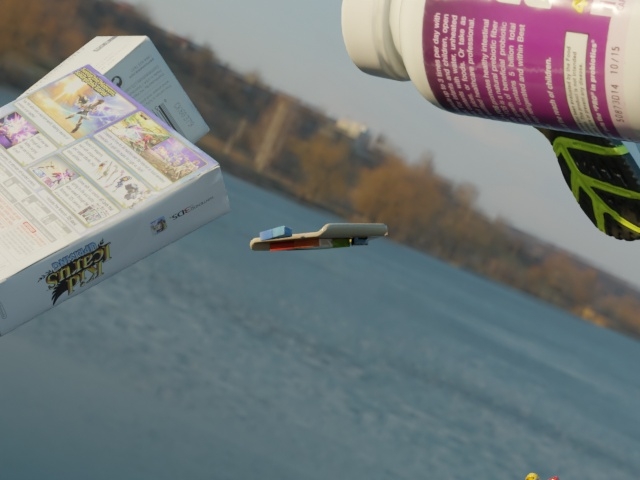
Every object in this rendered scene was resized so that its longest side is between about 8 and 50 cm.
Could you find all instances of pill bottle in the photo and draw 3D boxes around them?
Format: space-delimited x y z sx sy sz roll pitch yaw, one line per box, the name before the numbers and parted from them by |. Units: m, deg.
pill bottle | 0.174 -0.181 1.268 0.301 0.169 0.169 12 -5 33

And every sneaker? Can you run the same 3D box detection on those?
sneaker | 0.330 -0.187 1.867 0.147 0.385 0.145 -25 -3 -34

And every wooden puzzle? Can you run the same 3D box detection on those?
wooden puzzle | 0.000 0.000 1.035 0.116 0.014 0.078 -1 -8 -41

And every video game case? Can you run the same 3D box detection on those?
video game case | -0.256 -0.047 1.434 0.269 0.244 0.061 38 -29 46

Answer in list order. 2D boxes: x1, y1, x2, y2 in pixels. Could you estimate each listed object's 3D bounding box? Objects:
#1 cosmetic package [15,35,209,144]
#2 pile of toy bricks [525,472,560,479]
cosmetic package | -0.272 -0.164 1.979 0.151 0.151 0.183 57 -21 -23
pile of toy bricks | 0.161 0.322 1.503 0.105 0.212 0.118 53 35 -7
